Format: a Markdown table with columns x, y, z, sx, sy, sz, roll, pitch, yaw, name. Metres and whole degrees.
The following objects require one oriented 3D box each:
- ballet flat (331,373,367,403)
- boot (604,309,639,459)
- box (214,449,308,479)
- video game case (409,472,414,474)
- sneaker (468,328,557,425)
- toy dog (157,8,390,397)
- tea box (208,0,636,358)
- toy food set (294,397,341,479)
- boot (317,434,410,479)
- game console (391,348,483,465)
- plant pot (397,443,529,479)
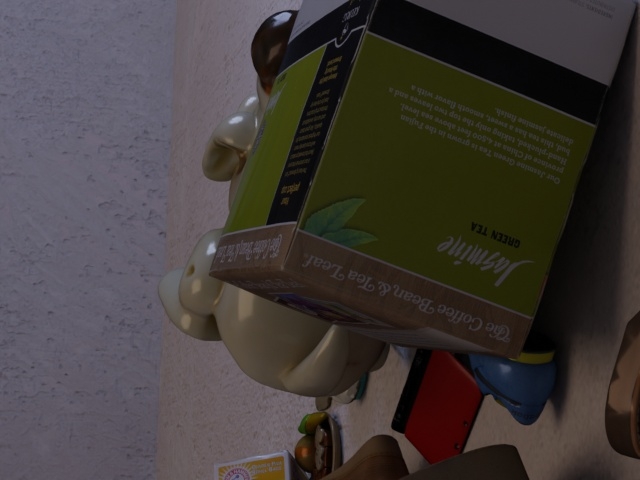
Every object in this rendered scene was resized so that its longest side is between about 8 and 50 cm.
| x | y | z | sx | sy | sz | roll | pitch | yaw | name |
| --- | --- | --- | --- | --- | --- | --- | --- | --- | --- |
| 0.000 | 0.000 | 1.975 | 0.147 | 0.147 | 0.409 | -156 | 70 | -75 | ballet flat |
| 0.279 | 0.006 | 1.018 | 0.115 | 0.112 | 0.305 | 13 | 96 | 45 | boot |
| -0.075 | 0.405 | 2.127 | 0.103 | 0.114 | 0.203 | 60 | -158 | -56 | box |
| 0.082 | 0.370 | 1.766 | 0.285 | 0.025 | 0.204 | 144 | 128 | -72 | video game case |
| 0.160 | 0.107 | 1.448 | 0.209 | 0.069 | 0.082 | -130 | 42 | -70 | sneaker |
| -0.009 | -0.064 | 1.695 | 0.395 | 0.284 | 0.408 | -83 | 8 | -74 | toy dog |
| 0.074 | -0.082 | 1.387 | 0.329 | 0.220 | 0.323 | 176 | 115 | -76 | tea box |
| -0.005 | 0.293 | 2.097 | 0.132 | 0.038 | 0.192 | 134 | 138 | -68 | toy food set |
| 0.039 | 0.353 | 1.700 | 0.248 | 0.090 | 0.207 | 117 | 155 | -49 | boot |
| 0.135 | 0.153 | 1.643 | 0.124 | 0.085 | 0.144 | -54 | -15 | -51 | game console |
| 0.111 | 0.346 | 1.249 | 0.274 | 0.256 | 0.256 | 62 | 153 | 21 | plant pot |
